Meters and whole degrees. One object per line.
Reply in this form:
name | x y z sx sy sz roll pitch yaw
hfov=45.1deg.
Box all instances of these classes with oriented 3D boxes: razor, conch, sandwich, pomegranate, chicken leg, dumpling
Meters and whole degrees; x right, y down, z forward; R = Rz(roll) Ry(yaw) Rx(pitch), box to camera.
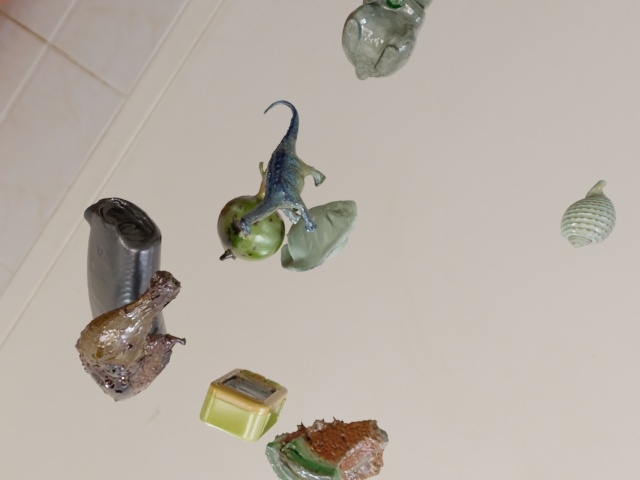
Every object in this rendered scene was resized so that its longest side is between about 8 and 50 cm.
razor | -0.385 0.094 1.523 0.113 0.349 0.204 -24 -137 -35
conch | 0.577 -0.042 1.651 0.102 0.153 0.135 49 163 11
sandwich | 0.034 0.542 1.884 0.251 0.301 0.162 55 -167 2
pomegranate | -0.142 -0.058 1.629 0.156 0.220 0.156 9 -170 -2
chicken leg | -0.307 0.171 1.269 0.083 0.177 0.323 59 157 31
dumpling | 0.005 0.001 1.714 0.108 0.219 0.153 29 -154 -54

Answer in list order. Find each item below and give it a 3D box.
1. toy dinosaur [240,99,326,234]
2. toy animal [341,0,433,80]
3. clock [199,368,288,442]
toy dinosaur | -0.061 -0.109 1.404 0.147 0.076 0.363 46 -141 -32
toy animal | 0.114 -0.345 1.137 0.108 0.236 0.138 29 150 1
clock | -0.162 0.349 1.661 0.143 0.096 0.202 23 -174 10
